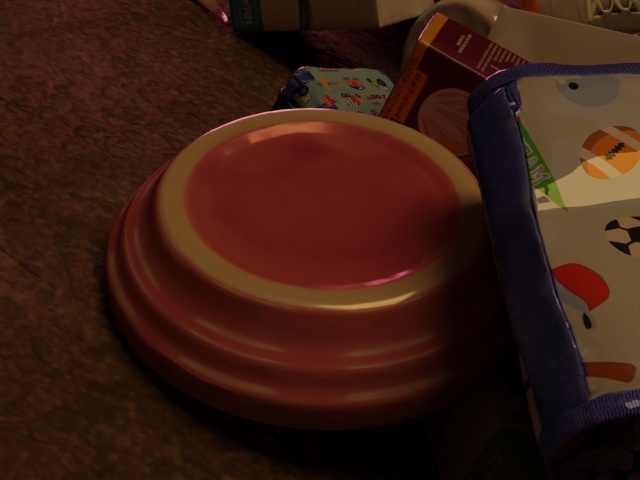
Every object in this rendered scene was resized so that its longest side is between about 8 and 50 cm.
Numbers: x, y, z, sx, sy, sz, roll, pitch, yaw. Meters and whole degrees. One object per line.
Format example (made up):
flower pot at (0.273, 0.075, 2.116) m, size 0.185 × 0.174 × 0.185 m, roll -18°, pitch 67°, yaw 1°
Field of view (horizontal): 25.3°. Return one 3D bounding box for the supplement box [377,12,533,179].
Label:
supplement box at (0.153, -0.101, 1.243) m, size 0.188 × 0.104 × 0.081 m, roll 29°, pitch 32°, yaw 3°

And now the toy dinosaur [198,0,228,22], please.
toy dinosaur at (-0.147, -0.303, 1.630) m, size 0.092 × 0.053 × 0.183 m, roll -32°, pitch 70°, yaw -38°

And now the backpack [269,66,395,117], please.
backpack at (0.040, -0.066, 1.319) m, size 0.158 × 0.117 × 0.173 m, roll 0°, pitch 41°, yaw -38°

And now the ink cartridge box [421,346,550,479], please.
ink cartridge box at (0.169, 0.147, 1.103) m, size 0.154 × 0.093 × 0.212 m, roll 15°, pitch 30°, yaw -20°

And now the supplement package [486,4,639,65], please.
supplement package at (0.270, -0.107, 1.415) m, size 0.194 × 0.149 × 0.203 m, roll 22°, pitch -6°, yaw 39°

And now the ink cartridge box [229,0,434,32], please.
ink cartridge box at (0.012, -0.280, 1.585) m, size 0.190 × 0.082 × 0.139 m, roll 5°, pitch 17°, yaw 30°

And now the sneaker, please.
sneaker at (0.316, -0.260, 1.504) m, size 0.121 × 0.099 × 0.262 m, roll 7°, pitch 15°, yaw 44°

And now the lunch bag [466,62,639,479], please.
lunch bag at (0.278, 0.061, 0.988) m, size 0.385 × 0.239 × 0.328 m, roll 19°, pitch 41°, yaw -26°

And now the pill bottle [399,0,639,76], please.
pill bottle at (0.245, -0.190, 1.631) m, size 0.301 × 0.169 × 0.169 m, roll -5°, pitch 42°, yaw -45°

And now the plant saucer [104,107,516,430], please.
plant saucer at (0.000, 0.000, 1.098) m, size 0.332 × 0.084 × 0.332 m, roll 2°, pitch 39°, yaw -2°
